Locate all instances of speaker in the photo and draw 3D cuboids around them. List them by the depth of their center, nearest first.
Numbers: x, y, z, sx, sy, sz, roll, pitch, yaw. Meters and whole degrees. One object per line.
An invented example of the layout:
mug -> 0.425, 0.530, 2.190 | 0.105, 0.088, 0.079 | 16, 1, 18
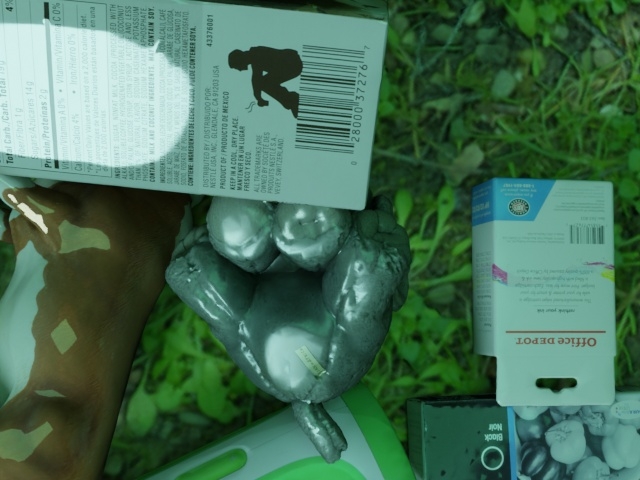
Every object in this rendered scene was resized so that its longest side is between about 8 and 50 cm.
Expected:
speaker -> -0.080, 0.214, 0.654 | 0.296, 0.131, 0.131 | -24, 90, -10

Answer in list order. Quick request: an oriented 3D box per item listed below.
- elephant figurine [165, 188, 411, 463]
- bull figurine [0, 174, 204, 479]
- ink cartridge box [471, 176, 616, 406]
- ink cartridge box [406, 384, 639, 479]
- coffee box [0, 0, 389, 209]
elephant figurine -> 0.000, 0.000, 0.667 | 0.169, 0.239, 0.186 | 32, 109, -2
bull figurine -> -0.186, 0.033, 0.624 | 0.188, 0.101, 0.310 | 21, 68, -27
ink cartridge box -> 0.182, 0.042, 0.741 | 0.104, 0.061, 0.181 | 1, 85, -9
ink cartridge box -> 0.178, 0.229, 0.736 | 0.206, 0.045, 0.208 | -2, 87, -10
coffee box -> -0.113, -0.118, 0.548 | 0.297, 0.168, 0.119 | 6, 120, 1
